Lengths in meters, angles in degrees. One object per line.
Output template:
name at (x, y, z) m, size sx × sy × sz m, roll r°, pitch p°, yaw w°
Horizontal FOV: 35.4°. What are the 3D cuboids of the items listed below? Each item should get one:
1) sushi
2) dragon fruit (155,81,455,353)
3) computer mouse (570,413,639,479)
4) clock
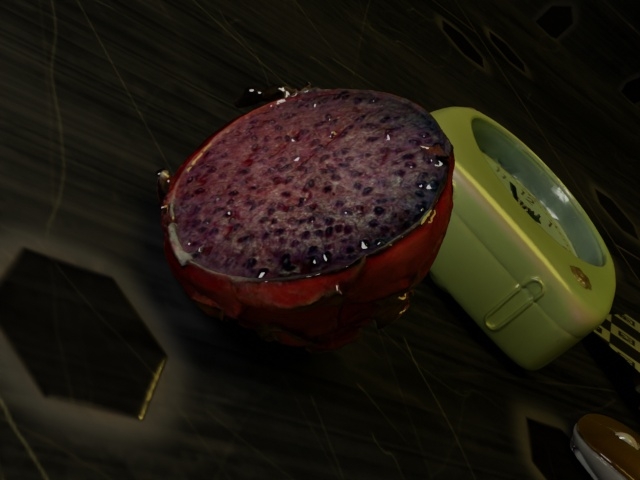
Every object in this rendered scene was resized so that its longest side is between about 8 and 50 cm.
sushi at (0.467, 0.196, 1.325) m, size 0.290 × 0.050 × 0.264 m, roll 7°, pitch 31°, yaw -52°
dragon fruit at (0.001, 0.003, 0.739) m, size 0.218 × 0.223 × 0.148 m, roll -52°, pitch 140°, yaw -33°
computer mouse at (0.348, 0.274, 1.008) m, size 0.245 × 0.056 × 0.126 m, roll 53°, pitch 24°, yaw 16°
clock at (0.212, -0.021, 1.159) m, size 0.286 × 0.117 × 0.348 m, roll 49°, pitch 23°, yaw 5°
